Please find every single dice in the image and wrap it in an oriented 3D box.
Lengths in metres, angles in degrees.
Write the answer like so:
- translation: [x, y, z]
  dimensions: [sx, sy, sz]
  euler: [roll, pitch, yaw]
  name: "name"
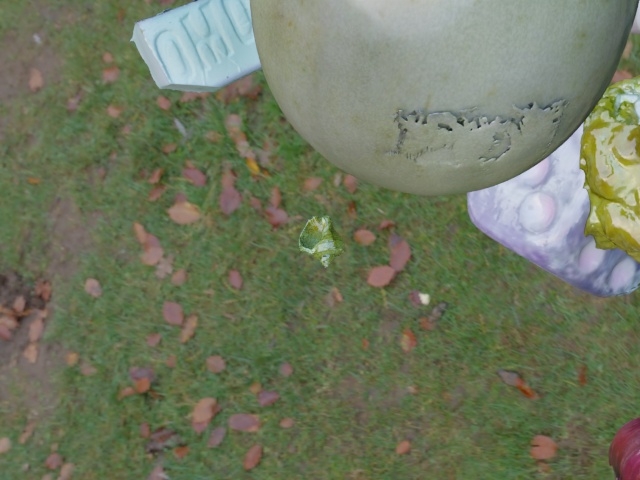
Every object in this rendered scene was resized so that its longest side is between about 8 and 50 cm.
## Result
- translation: [0.442, -0.077, 1.548]
  dimensions: [0.270, 0.270, 0.271]
  euler: [-60, 39, 9]
  name: "dice"

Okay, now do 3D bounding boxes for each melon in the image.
- translation: [0.083, -0.169, 0.626]
  dimensions: [0.269, 0.330, 0.268]
  euler: [4, 52, -5]
  name: "melon"

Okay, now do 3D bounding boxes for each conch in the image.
- translation: [0.000, 0.000, 1.715]
  dimensions: [0.089, 0.074, 0.121]
  euler: [0, 58, -13]
  name: "conch"

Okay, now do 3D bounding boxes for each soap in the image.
- translation: [-0.162, -0.308, 1.359]
  dimensions: [0.231, 0.091, 0.145]
  euler: [-27, 101, -7]
  name: "soap"

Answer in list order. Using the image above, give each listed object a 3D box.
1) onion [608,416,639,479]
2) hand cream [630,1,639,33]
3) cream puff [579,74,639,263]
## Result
- translation: [0.457, 0.307, 1.072]
  dimensions: [0.248, 0.248, 0.161]
  euler: [30, 103, 30]
  name: "onion"
- translation: [0.545, -0.331, 1.270]
  dimensions: [0.248, 0.083, 0.133]
  euler: [13, 99, 47]
  name: "hand cream"
- translation: [0.445, -0.089, 1.238]
  dimensions: [0.185, 0.282, 0.281]
  euler: [-34, 58, 55]
  name: "cream puff"
